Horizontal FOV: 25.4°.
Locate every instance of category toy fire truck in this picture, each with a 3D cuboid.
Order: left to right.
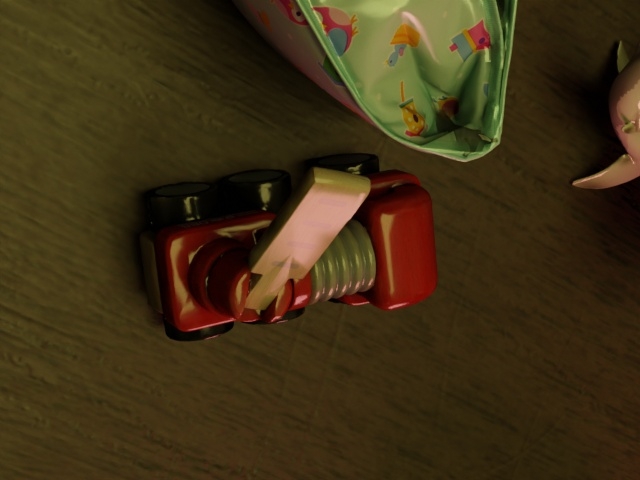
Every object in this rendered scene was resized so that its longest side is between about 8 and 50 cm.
[{"bbox_3d":[0.000,0.000,1.043,0.217,0.246,0.159,-11,105,-23],"label":"toy fire truck"}]

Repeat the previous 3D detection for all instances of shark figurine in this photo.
[{"bbox_3d":[0.283,-0.140,1.220,0.166,0.116,0.278,-12,152,10],"label":"shark figurine"}]

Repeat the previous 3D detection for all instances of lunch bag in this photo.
[{"bbox_3d":[0.028,-0.185,1.034,0.160,0.223,0.262,-38,114,-7],"label":"lunch bag"}]
